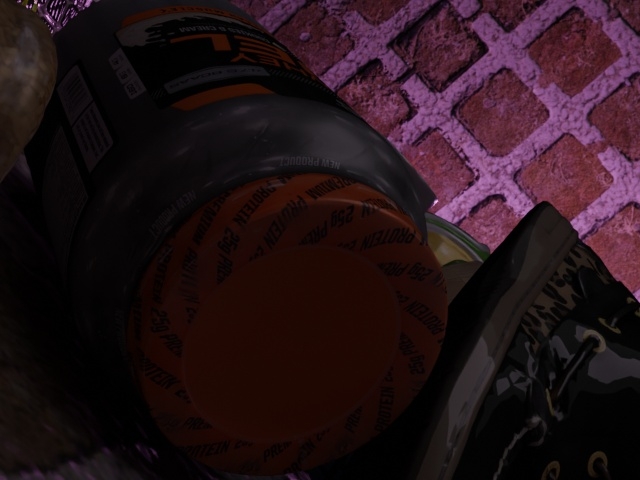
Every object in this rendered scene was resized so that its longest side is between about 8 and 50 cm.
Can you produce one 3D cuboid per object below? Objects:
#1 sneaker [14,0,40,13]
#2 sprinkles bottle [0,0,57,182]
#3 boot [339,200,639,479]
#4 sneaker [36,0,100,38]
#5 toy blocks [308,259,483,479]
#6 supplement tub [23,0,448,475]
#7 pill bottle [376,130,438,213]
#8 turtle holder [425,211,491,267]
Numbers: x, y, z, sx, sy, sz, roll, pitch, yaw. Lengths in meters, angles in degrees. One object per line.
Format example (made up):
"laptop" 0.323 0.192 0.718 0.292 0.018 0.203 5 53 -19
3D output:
"sneaker" -0.320 -0.252 0.947 0.124 0.109 0.295 11 23 -11
"sprinkles bottle" -0.225 -0.127 0.244 0.355 0.121 0.121 47 3 -41
"boot" 0.174 0.155 0.614 0.284 0.138 0.377 38 35 2
"sneaker" -0.339 -0.285 1.220 0.118 0.107 0.279 30 1 -5
"toy blocks" 0.113 0.159 0.777 0.261 0.190 0.381 -8 48 -46
"supplement tub" -0.062 -0.021 0.599 0.193 0.193 0.316 47 3 -35
"pill bottle" 0.000 0.000 0.985 0.124 0.221 0.124 48 3 -3
"turtle holder" 0.089 0.084 1.120 0.227 0.243 0.320 49 12 -16
